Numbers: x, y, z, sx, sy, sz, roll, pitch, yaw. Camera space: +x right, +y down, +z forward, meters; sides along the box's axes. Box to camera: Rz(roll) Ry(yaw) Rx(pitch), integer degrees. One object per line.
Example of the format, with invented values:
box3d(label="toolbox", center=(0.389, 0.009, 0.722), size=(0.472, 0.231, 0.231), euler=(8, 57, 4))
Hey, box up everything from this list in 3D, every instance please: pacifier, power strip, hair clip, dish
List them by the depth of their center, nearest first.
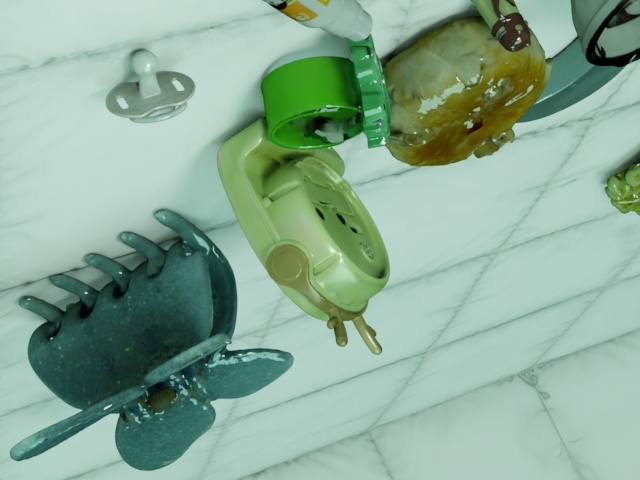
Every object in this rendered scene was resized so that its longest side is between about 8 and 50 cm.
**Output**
box3d(label="pacifier", center=(-0.183, -0.167, 1.417), size=(0.099, 0.081, 0.078), euler=(-19, 130, -18))
box3d(label="dish", center=(0.405, -0.338, 1.584), size=(0.303, 0.120, 0.303), euler=(-30, 165, -9))
box3d(label="hair clip", center=(-0.247, 0.140, 1.824), size=(0.318, 0.238, 0.392), euler=(-32, 158, 14))
box3d(label="power strip", center=(0.359, -0.250, 1.856), size=(0.253, 0.054, 0.168), euler=(-36, 159, 26))

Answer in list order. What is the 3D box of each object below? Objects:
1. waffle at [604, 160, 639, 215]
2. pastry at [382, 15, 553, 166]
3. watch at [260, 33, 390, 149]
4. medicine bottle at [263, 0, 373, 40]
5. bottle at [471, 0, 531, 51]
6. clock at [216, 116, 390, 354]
box3d(label="waffle", center=(0.680, -0.144, 2.446), size=(0.317, 0.073, 0.297), euler=(-34, 157, 22))
box3d(label="pastry", center=(0.183, -0.187, 1.705), size=(0.257, 0.120, 0.236), euler=(-24, 159, -7))
box3d(label="watch", center=(0.002, -0.177, 1.563), size=(0.152, 0.131, 0.165), euler=(-10, 165, 9))
box3d(label="medicine bottle", center=(-0.022, -0.257, 1.384), size=(0.092, 0.061, 0.221), euler=(11, 177, 29))
box3d(label="bottle", center=(0.219, -0.270, 1.578), size=(0.063, 0.101, 0.047), euler=(-7, 151, -42))
box3d(label="clock", center=(0.000, 0.000, 1.677), size=(0.096, 0.308, 0.235), euler=(-32, 159, 19))
